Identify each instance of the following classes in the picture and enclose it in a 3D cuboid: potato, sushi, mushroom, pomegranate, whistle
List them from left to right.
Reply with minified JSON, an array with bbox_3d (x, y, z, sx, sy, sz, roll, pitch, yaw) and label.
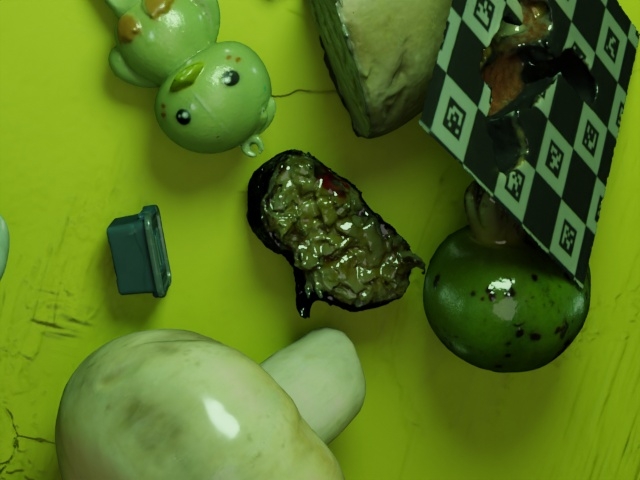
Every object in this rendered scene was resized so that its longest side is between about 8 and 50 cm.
[{"bbox_3d":[-0.159,-0.205,1.392,0.141,0.141,0.294,-42,105,-1],"label":"whistle"},{"bbox_3d":[-0.108,0.256,1.408,0.353,0.353,0.325,-5,75,-10],"label":"mushroom"},{"bbox_3d":[0.000,0.000,1.477,0.147,0.115,0.212,-41,107,-1],"label":"sushi"},{"bbox_3d":[0.127,-0.244,1.409,0.264,0.211,0.189,-31,104,-8],"label":"potato"},{"bbox_3d":[0.207,0.035,1.478,0.202,0.202,0.247,-12,116,-9],"label":"pomegranate"},{"bbox_3d":[0.212,-0.176,1.395,0.359,0.064,0.343,38,60,-43],"label":"sushi"}]

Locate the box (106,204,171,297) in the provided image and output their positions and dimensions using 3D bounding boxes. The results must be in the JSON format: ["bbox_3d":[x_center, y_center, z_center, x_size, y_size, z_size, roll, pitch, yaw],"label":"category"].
[{"bbox_3d":[-0.203,0.014,1.464,0.054,0.074,0.099,-8,103,4],"label":"box"}]

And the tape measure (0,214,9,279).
[{"bbox_3d":[-0.468,0.021,1.367,0.243,0.125,0.246,-42,122,19],"label":"tape measure"}]
